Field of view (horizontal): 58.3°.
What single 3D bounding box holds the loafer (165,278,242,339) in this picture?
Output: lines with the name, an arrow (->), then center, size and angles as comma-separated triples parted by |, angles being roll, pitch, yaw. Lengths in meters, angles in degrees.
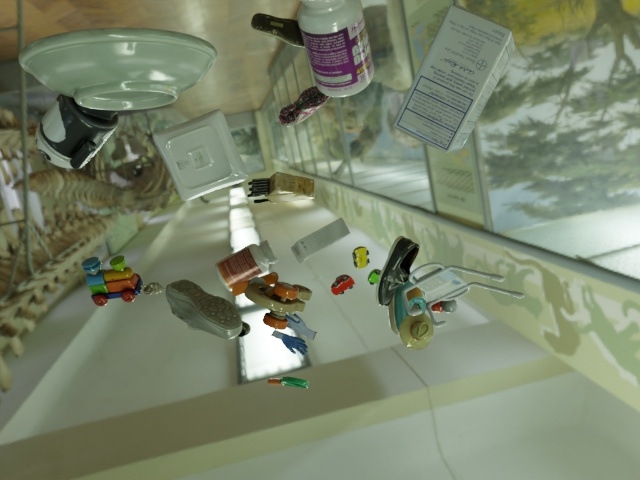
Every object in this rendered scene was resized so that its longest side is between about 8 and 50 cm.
loafer -> -0.332, 0.211, 1.638 | 0.112, 0.111, 0.320 | -18, -150, -38

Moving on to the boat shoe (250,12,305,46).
boat shoe -> -0.106, -0.603, 1.651 | 0.190, 0.068, 0.072 | 18, -178, -11

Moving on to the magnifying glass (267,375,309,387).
magnifying glass -> -0.121, 0.500, 2.027 | 0.092, 0.026, 0.231 | 24, 155, -27

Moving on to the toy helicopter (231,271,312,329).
toy helicopter -> -0.144, 0.186, 1.988 | 0.235, 0.140, 0.355 | 22, -172, 23

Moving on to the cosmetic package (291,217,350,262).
cosmetic package -> 0.000, 0.000, 2.402 | 0.231, 0.085, 0.117 | -28, 176, -22

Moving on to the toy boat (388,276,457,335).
toy boat -> 0.419, 0.267, 2.373 | 0.319, 0.267, 0.148 | 5, 170, -38

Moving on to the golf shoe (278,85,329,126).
golf shoe -> -0.049, -0.425, 1.812 | 0.186, 0.067, 0.086 | -32, 176, 3

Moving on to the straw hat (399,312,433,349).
straw hat -> 0.366, 0.329, 2.107 | 0.145, 0.144, 0.061 | -15, 173, -18

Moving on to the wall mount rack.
wall mount rack -> 0.433, 0.156, 1.768 | 0.304, 0.130, 0.350 | -29, 148, 23

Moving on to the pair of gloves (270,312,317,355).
pair of gloves -> -0.100, 0.344, 2.111 | 0.159, 0.198, 0.023 | 29, -138, 4

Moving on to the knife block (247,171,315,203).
knife block -> -0.191, -0.226, 2.647 | 0.276, 0.088, 0.242 | 9, 162, -26

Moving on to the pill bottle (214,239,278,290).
pill bottle -> -0.270, 0.087, 2.120 | 0.216, 0.121, 0.121 | -28, -169, 1

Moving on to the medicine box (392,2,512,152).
medicine box -> 0.320, -0.367, 1.351 | 0.149, 0.289, 0.263 | 30, -161, 12

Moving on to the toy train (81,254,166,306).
toy train -> -0.590, 0.105, 1.748 | 0.248, 0.143, 0.105 | -9, -144, 3

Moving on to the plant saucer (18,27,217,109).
plant saucer -> -0.418, -0.348, 1.231 | 0.401, 0.100, 0.400 | -7, -177, 0

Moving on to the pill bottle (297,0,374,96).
pill bottle -> 0.036, -0.537, 1.483 | 0.170, 0.301, 0.169 | -8, -128, 11

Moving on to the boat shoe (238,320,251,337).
boat shoe -> -0.422, 0.370, 2.530 | 0.228, 0.081, 0.069 | 14, -173, 5

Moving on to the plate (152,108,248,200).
plate -> -0.440, -0.303, 2.098 | 0.278, 0.277, 0.045 | -19, -161, 7

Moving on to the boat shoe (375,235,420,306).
boat shoe -> 0.237, 0.105, 1.784 | 0.079, 0.232, 0.084 | 28, -169, 37

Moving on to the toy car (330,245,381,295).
toy car -> 0.175, 0.130, 2.258 | 0.225, 0.238, 0.053 | 17, -153, -28

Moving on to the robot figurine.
robot figurine -> -0.695, -0.331, 1.639 | 0.278, 0.174, 0.209 | -39, -158, 28
